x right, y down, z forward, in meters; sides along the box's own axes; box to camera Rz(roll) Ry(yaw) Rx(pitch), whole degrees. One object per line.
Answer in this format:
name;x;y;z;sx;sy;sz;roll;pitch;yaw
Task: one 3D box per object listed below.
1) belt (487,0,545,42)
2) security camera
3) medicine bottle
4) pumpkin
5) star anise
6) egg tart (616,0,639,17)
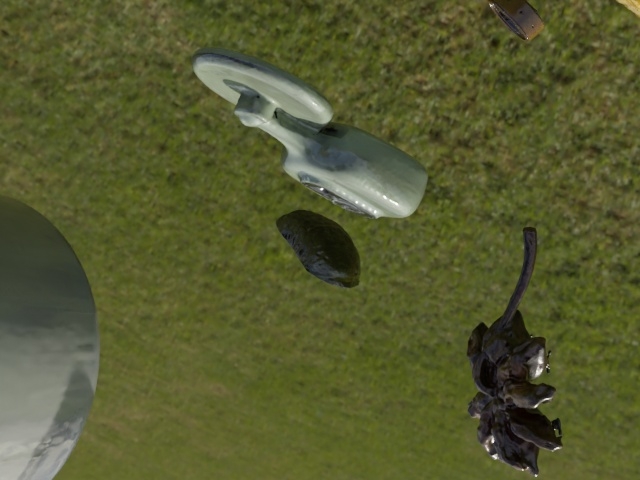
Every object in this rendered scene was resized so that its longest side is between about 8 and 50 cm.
belt;0.259;-0.299;1.178;0.083;0.036;0.059;52;-172;23
security camera;-0.017;-0.109;0.961;0.302;0.080;0.157;30;171;-37
medicine bottle;-0.295;0.070;0.539;0.238;0.237;0.232;11;177;25
pumpkin;0.001;-0.001;0.625;0.050;0.028;0.083;7;-152;-45
star anise;0.193;0.123;0.925;0.073;0.233;0.177;7;158;-11
egg tart;0.452;-0.347;1.160;0.288;0.118;0.288;31;-165;-9
